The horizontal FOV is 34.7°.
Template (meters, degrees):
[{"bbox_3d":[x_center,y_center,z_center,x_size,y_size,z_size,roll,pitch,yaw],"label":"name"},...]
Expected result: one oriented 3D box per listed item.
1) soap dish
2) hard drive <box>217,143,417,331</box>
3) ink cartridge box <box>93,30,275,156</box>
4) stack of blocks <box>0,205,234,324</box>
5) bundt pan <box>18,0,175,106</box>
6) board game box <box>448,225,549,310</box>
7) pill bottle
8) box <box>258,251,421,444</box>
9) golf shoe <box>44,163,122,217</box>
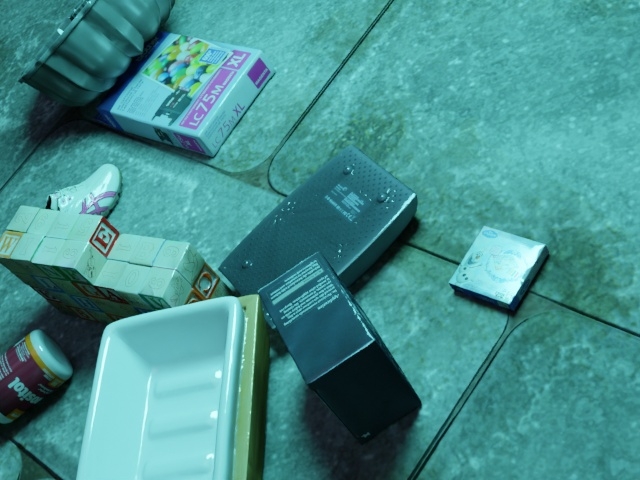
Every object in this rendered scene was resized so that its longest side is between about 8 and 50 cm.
[{"bbox_3d":[-0.172,0.223,1.249,0.228,0.118,0.291,-14,53,21],"label":"soap dish"},{"bbox_3d":[0.000,0.000,1.369,0.254,0.054,0.172,-43,46,-5],"label":"hard drive"},{"bbox_3d":[-0.244,-0.254,1.705,0.311,0.065,0.186,17,66,40],"label":"ink cartridge box"},{"bbox_3d":[-0.289,0.046,1.423,0.297,0.171,0.087,8,61,34],"label":"stack of blocks"},{"bbox_3d":[-0.365,-0.363,1.756,0.331,0.124,0.331,-43,22,22],"label":"bundt pan"},{"bbox_3d":[0.216,0.033,1.241,0.090,0.020,0.090,20,69,39],"label":"board game box"},{"bbox_3d":[-0.434,0.202,1.446,0.152,0.086,0.086,-38,46,1],"label":"pill bottle"},{"bbox_3d":[0.023,0.125,1.190,0.093,0.156,0.158,-34,46,2],"label":"box"},{"bbox_3d":[-0.386,-0.055,1.616,0.067,0.086,0.186,21,67,41],"label":"golf shoe"}]
